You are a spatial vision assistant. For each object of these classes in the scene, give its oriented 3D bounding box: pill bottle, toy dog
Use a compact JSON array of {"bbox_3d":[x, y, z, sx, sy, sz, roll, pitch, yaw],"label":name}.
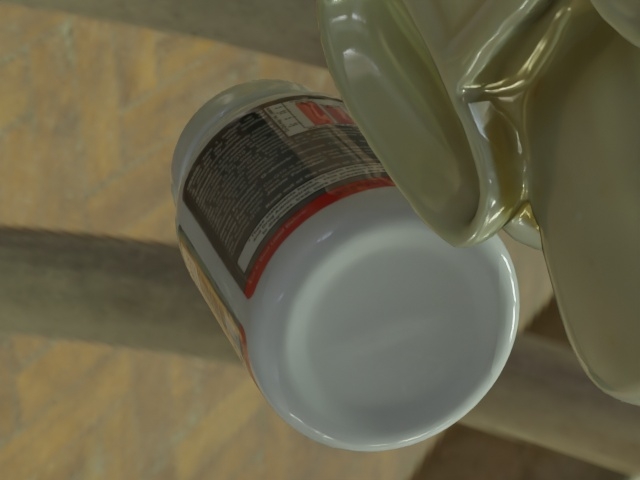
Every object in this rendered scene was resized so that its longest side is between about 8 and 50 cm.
[{"bbox_3d":[0.000,0.000,1.408,0.210,0.363,0.210,-7,114,-16],"label":"pill bottle"},{"bbox_3d":[0.272,-0.101,0.785,0.408,0.395,0.284,-17,154,-27],"label":"toy dog"}]
